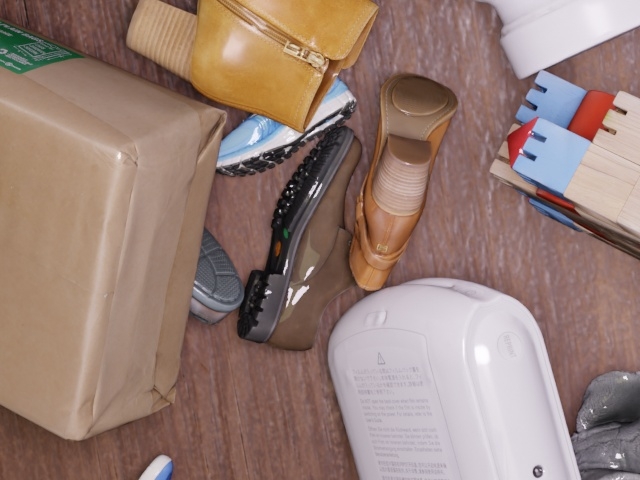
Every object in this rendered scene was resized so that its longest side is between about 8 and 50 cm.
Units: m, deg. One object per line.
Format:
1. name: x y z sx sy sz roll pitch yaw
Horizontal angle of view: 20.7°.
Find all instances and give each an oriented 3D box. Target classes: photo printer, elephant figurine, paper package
1. photo printer: 0.124 0.186 1.614 0.107 0.256 0.307 -17 93 -30
2. elephant figurine: 0.290 0.208 1.614 0.239 0.169 0.186 -2 102 7
3. paper package: -0.278 -0.024 1.627 0.325 0.168 0.309 24 115 25

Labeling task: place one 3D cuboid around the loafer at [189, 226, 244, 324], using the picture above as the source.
1. loafer: -0.188 -0.008 1.733 0.267 0.096 0.084 45 121 10

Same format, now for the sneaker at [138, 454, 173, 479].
1. sneaker: -0.156 0.295 1.765 0.085 0.058 0.152 25 105 13

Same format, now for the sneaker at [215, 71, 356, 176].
1. sneaker: -0.047 -0.119 1.706 0.162 0.063 0.073 -29 76 6

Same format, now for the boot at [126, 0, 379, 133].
1. boot: -0.038 -0.266 1.652 0.211 0.104 0.295 22 95 7

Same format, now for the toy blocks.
1. toy blocks: 0.271 -0.047 1.506 0.261 0.381 0.190 28 90 22

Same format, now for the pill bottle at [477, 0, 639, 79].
1. pill bottle: 0.177 -0.340 1.552 0.210 0.210 0.363 -24 92 13

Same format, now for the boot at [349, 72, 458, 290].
1. boot: 0.069 -0.059 1.646 0.073 0.197 0.152 18 125 3

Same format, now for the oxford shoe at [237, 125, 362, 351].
1. oxford shoe: 0.000 0.000 1.704 0.096 0.083 0.227 19 97 -18
